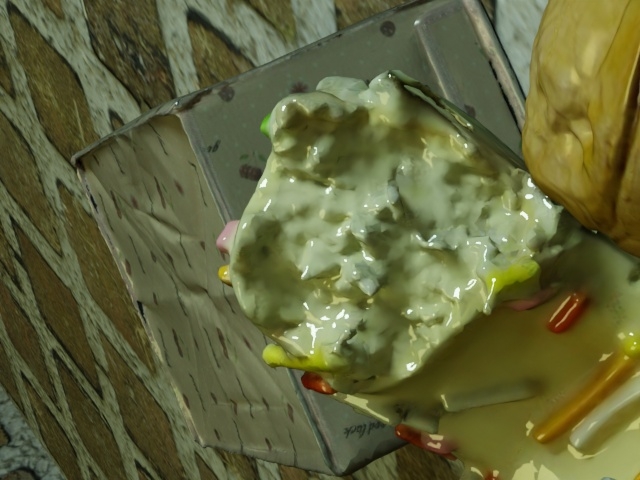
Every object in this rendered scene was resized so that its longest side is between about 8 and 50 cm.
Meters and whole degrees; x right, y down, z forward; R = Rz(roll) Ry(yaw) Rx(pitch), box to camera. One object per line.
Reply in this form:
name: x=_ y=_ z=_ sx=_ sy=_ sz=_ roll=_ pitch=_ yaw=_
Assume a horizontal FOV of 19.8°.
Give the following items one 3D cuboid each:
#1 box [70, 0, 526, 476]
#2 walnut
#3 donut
box: x=0.000 y=0.000 z=1.099 sx=0.225 sy=0.190 sz=0.297 roll=66 pitch=161 yaw=-4
walnut: x=0.150 y=-0.064 z=0.694 sx=0.144 sy=0.144 sz=0.180 roll=52 pitch=163 yaw=29
donut: x=0.122 y=0.091 z=0.797 sx=0.307 sy=0.150 sz=0.371 roll=28 pitch=-164 yaw=-47
